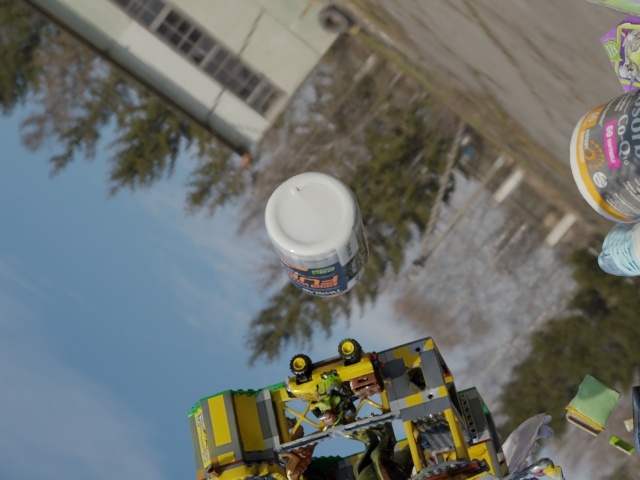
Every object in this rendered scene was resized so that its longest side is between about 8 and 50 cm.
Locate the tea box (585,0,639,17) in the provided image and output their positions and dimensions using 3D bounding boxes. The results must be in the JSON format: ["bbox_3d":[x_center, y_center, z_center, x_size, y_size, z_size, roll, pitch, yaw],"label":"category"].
[{"bbox_3d":[0.440,-0.479,1.479,0.329,0.220,0.323,17,-178,0],"label":"tea box"}]

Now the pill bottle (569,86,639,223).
[{"bbox_3d":[0.439,-0.123,1.203,0.162,0.162,0.278,37,154,-16],"label":"pill bottle"}]

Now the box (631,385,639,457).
[{"bbox_3d":[0.448,0.237,1.162,0.158,0.156,0.093,-86,-14,-60],"label":"box"}]

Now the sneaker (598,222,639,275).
[{"bbox_3d":[0.647,0.034,2.109,0.135,0.150,0.366,51,-161,4],"label":"sneaker"}]

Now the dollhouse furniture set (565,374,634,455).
[{"bbox_3d":[0.443,0.267,1.516,0.151,0.076,0.058,29,180,5],"label":"dollhouse furniture set"}]

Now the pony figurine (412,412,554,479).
[{"bbox_3d":[0.281,0.459,1.715,0.351,0.303,0.363,6,-141,-54],"label":"pony figurine"}]

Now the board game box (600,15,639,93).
[{"bbox_3d":[0.663,-0.291,1.882,0.056,0.208,0.347,7,-123,-42],"label":"board game box"}]

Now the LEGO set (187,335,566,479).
[{"bbox_3d":[0.050,0.223,0.796,0.331,0.255,0.192,71,-175,-62],"label":"LEGO set"}]

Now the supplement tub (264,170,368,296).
[{"bbox_3d":[0.000,0.000,2.173,0.193,0.193,0.316,42,170,21],"label":"supplement tub"}]
